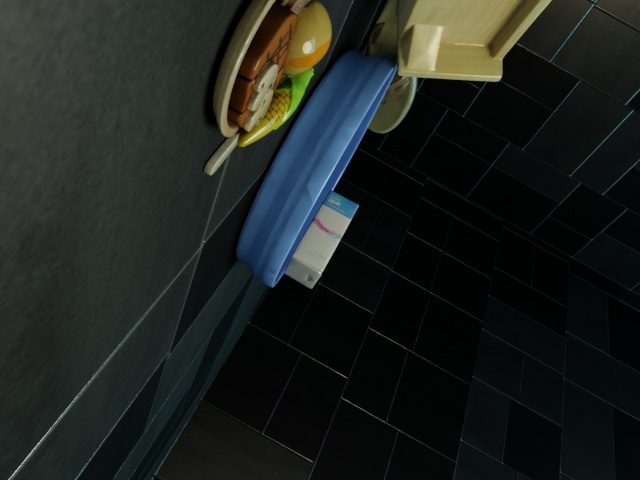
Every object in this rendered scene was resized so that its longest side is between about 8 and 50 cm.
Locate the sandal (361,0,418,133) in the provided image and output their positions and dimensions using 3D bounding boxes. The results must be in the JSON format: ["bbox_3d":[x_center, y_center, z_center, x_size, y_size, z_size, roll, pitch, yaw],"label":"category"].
[{"bbox_3d":[0.118,-0.311,0.920,0.086,0.120,0.302,-53,167,-39],"label":"sandal"}]

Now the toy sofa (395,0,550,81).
[{"bbox_3d":[0.189,-0.328,0.582,0.362,0.150,0.176,116,-25,-81],"label":"toy sofa"}]

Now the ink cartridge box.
[{"bbox_3d":[0.000,0.000,0.799,0.122,0.052,0.088,-62,180,-24],"label":"ink cartridge box"}]

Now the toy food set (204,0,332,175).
[{"bbox_3d":[-0.027,-0.125,0.367,0.132,0.039,0.192,-60,180,-30],"label":"toy food set"}]

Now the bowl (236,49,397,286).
[{"bbox_3d":[-0.010,-0.113,0.841,0.391,0.077,0.391,-61,180,0],"label":"bowl"}]
